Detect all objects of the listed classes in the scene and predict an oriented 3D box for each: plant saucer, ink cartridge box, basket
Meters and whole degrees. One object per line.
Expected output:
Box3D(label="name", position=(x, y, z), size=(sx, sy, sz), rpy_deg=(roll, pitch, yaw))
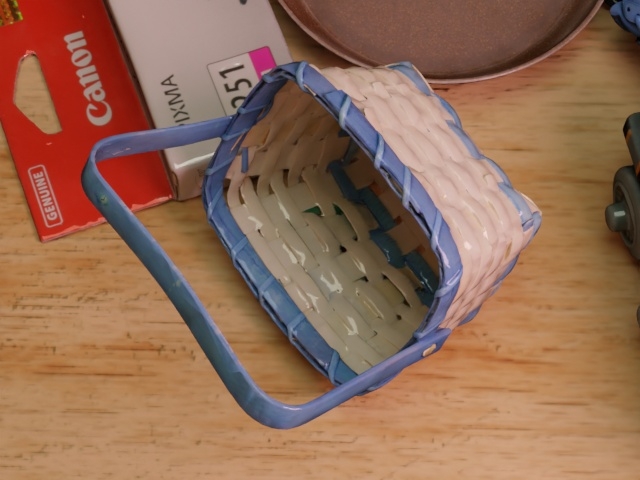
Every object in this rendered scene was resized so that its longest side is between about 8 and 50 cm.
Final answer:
Box3D(label="plant saucer", position=(0.100, -0.258, 1.531), size=(0.310, 0.050, 0.311), rpy_deg=(0, 65, 0))
Box3D(label="ink cartridge box", position=(-0.157, -0.158, 1.475), size=(0.238, 0.060, 0.275), rpy_deg=(-18, 66, -10))
Box3D(label="basket", position=(0.000, 0.000, 1.303), size=(0.289, 0.201, 0.255), rpy_deg=(-15, 60, -42))

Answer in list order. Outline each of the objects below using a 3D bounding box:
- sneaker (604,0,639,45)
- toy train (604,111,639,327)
Box3D(label="sneaker", position=(0.288, -0.170, 1.443), size=(0.082, 0.069, 0.209), rpy_deg=(-20, 31, 0))
Box3D(label="toy train", position=(0.311, 0.024, 1.318), size=(0.142, 0.190, 0.334), rpy_deg=(-9, 65, -6))
